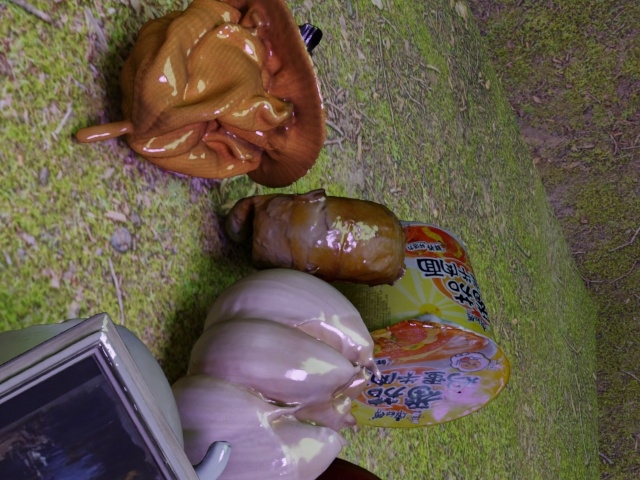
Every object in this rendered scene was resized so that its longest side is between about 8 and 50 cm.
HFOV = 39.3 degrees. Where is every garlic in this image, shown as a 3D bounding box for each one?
[{"bbox_3d":[-0.041,0.129,0.922,0.281,0.203,0.184,-44,130,-62],"label":"garlic"}]

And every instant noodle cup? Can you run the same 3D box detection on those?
[{"bbox_3d":[0.116,0.113,1.233,0.264,0.264,0.200,50,27,-43],"label":"instant noodle cup"}]

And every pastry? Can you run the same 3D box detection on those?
[{"bbox_3d":[0.000,0.000,1.071,0.229,0.218,0.100,6,84,-22],"label":"pastry"}]

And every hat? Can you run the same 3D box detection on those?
[{"bbox_3d":[-0.154,-0.134,0.943,0.233,0.244,0.233,-25,70,-35],"label":"hat"}]

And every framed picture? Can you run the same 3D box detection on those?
[{"bbox_3d":[-0.209,0.209,0.539,0.232,0.296,0.019,66,-14,-20],"label":"framed picture"}]

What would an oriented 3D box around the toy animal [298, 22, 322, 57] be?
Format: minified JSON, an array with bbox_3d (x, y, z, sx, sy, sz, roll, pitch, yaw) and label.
[{"bbox_3d":[-0.045,-0.215,1.200,0.121,0.117,0.210,36,45,-62],"label":"toy animal"}]

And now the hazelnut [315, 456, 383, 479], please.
[{"bbox_3d":[-0.007,0.320,0.973,0.208,0.208,0.208,38,46,-52],"label":"hazelnut"}]

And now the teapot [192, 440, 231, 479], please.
[{"bbox_3d":[-0.132,0.324,0.752,0.193,0.129,0.294,35,48,-53],"label":"teapot"}]

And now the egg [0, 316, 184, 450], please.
[{"bbox_3d":[-0.186,0.175,0.648,0.183,0.183,0.217,24,47,-59],"label":"egg"}]
